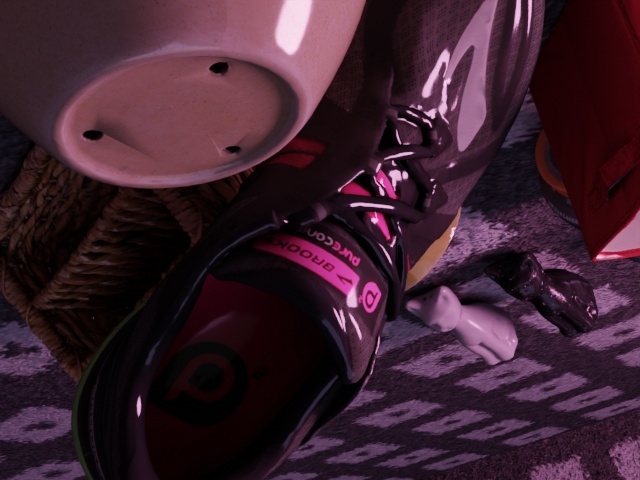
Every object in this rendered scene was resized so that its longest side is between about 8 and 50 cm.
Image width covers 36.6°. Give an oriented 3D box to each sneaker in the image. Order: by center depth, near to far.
[{"bbox_3d":[0.015,-0.004,0.638,0.185,0.483,0.202,30,-179,-19],"label":"sneaker"}]

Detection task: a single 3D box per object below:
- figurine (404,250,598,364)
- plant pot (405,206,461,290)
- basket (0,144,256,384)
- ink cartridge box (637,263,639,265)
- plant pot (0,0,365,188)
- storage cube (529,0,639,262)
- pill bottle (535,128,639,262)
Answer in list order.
[{"bbox_3d":[0.251,0.089,1.372,0.215,0.092,0.209,-26,146,29],"label":"figurine"},{"bbox_3d":[0.058,-0.026,0.960,0.095,0.134,0.134,31,137,-24],"label":"plant pot"},{"bbox_3d":[-0.151,0.034,0.853,0.223,0.213,0.299,4,151,-36],"label":"basket"},{"bbox_3d":[0.475,-0.041,1.202,0.109,0.062,0.209,-8,157,-11],"label":"ink cartridge box"},{"bbox_3d":[-0.089,-0.140,0.520,0.284,0.191,0.284,-11,157,-5],"label":"plant pot"},{"bbox_3d":[0.304,-0.116,0.779,0.215,0.193,0.184,-10,157,-10],"label":"storage cube"},{"bbox_3d":[0.305,-0.060,0.984,0.130,0.130,0.245,-26,154,28],"label":"pill bottle"}]
